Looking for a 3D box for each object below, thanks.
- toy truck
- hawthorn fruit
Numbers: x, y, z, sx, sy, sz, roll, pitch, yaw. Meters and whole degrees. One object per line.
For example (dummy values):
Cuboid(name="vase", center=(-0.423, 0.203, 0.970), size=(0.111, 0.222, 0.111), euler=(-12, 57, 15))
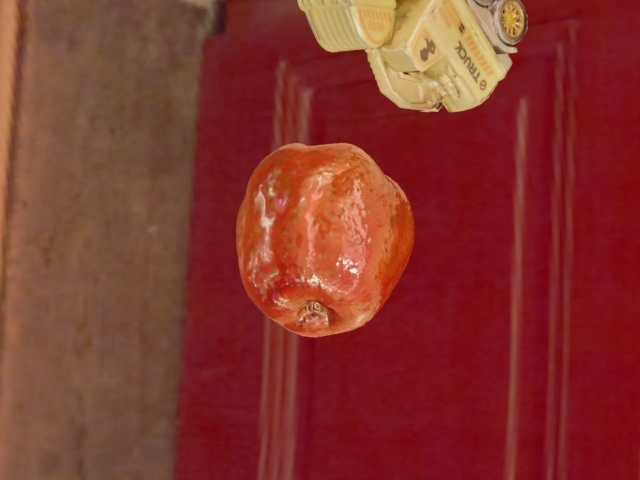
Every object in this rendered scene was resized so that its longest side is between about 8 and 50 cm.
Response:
Cuboid(name="toy truck", center=(0.047, -0.156, 0.974), size=(0.191, 0.085, 0.116), euler=(50, 58, -33))
Cuboid(name="hawthorn fruit", center=(0.000, 0.000, 1.450), size=(0.189, 0.189, 0.189), euler=(2, 87, -44))
